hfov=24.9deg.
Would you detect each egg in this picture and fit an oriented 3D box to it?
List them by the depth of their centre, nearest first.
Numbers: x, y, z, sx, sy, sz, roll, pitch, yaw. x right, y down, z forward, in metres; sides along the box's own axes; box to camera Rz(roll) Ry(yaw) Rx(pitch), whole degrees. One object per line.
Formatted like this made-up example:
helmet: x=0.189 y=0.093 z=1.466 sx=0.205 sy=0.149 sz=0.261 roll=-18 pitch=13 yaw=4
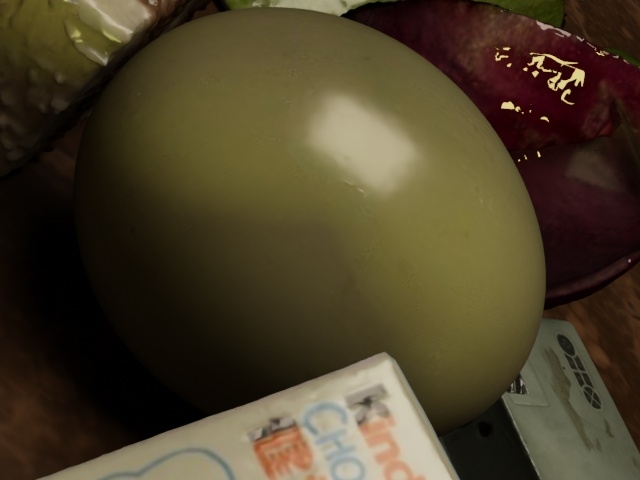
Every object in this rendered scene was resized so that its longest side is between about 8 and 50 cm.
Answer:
egg: x=0.000 y=0.000 z=0.653 sx=0.242 sy=0.186 sz=0.186 roll=35 pitch=32 yaw=-37

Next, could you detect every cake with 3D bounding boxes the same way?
cake: x=-0.134 y=-0.122 z=0.679 sx=0.135 sy=0.134 sz=0.147 roll=44 pitch=39 yaw=-8

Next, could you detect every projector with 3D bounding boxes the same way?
projector: x=0.118 y=0.114 z=0.800 sx=0.115 sy=0.061 sz=0.147 roll=13 pitch=46 yaw=-48

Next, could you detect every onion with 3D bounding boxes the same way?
onion: x=0.089 y=-0.024 z=0.801 sx=0.250 sy=0.247 sz=0.111 roll=26 pitch=69 yaw=-21

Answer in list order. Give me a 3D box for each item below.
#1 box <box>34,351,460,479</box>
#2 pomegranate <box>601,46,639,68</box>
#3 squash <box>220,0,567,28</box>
box: x=-0.034 y=0.192 z=0.409 sx=0.265 sy=0.048 sz=0.273 roll=-17 pitch=65 yaw=-24
pomegranate: x=0.198 y=-0.092 z=1.110 sx=0.142 sy=0.114 sz=0.114 roll=3 pitch=48 yaw=-17
squash: x=0.029 y=-0.166 z=1.045 sx=0.260 sy=0.189 sz=0.189 roll=-25 pitch=73 yaw=-22
